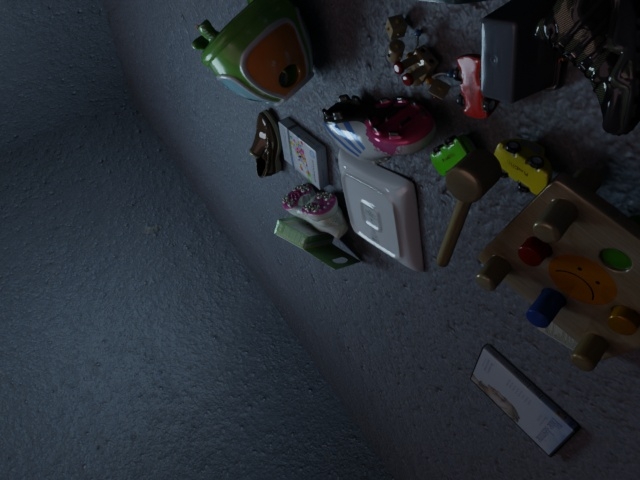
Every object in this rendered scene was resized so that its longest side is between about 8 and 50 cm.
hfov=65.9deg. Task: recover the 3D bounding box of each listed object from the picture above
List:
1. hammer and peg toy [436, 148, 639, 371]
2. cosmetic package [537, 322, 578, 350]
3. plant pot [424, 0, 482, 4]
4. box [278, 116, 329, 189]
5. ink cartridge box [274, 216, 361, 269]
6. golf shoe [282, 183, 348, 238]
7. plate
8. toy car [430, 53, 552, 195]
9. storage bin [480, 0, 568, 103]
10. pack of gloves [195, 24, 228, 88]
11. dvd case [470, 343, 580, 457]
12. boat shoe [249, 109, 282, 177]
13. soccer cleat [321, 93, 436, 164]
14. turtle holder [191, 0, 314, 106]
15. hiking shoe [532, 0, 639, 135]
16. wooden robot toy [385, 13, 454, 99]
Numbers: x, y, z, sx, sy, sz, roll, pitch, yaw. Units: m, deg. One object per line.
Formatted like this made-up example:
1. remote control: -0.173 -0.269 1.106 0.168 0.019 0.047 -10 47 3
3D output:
1. hammer and peg toy: 0.337 0.017 0.722 0.361 0.127 0.266 41 156 13
2. cosmetic package: 0.444 0.157 0.867 0.115 0.041 0.060 37 151 45
3. plant pot: 0.160 -0.408 0.555 0.165 0.166 0.234 37 140 44
4. box: -0.048 -0.252 1.430 0.186 0.038 0.145 43 155 33
5. ink cartridge box: 0.000 0.000 1.503 0.235 0.171 0.056 29 111 26
6. golf shoe: -0.020 -0.086 1.503 0.140 0.115 0.306 53 171 -28
7. plate: 0.140 -0.070 1.244 0.277 0.045 0.278 36 151 45
8. toy car: 0.260 -0.167 0.816 0.239 0.053 0.225 59 160 -1
9. storage bin: 0.264 -0.246 0.642 0.098 0.091 0.135 37 152 44
10. pack of gloves: -0.215 -0.451 1.292 0.046 0.232 0.195 -31 87 30
11. dvd case: 0.465 0.376 1.158 0.253 0.022 0.180 44 155 33
12. boat shoe: -0.180 -0.296 1.586 0.095 0.095 0.257 46 156 30
13. soccer cleat: 0.128 -0.212 1.004 0.331 0.116 0.143 35 163 54
14. turtle holder: -0.147 -0.423 1.133 0.227 0.243 0.320 47 155 -20
15. hiking shoe: 0.307 -0.229 0.557 0.114 0.086 0.226 5 115 49
16. wooden robot toy: 0.157 -0.297 0.855 0.173 0.076 0.079 55 170 9
